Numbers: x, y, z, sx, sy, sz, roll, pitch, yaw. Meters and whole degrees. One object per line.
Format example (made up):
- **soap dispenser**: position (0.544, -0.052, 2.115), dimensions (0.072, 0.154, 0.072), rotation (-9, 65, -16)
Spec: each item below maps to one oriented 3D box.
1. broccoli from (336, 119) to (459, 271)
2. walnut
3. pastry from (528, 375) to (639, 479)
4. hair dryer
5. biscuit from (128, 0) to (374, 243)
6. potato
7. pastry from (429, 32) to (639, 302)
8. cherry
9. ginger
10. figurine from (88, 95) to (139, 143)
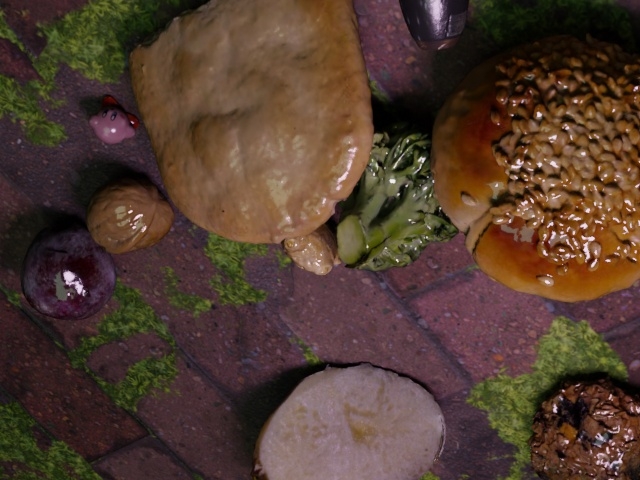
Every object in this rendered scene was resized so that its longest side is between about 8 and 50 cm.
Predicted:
- **broccoli**: position (0.090, -0.052, 1.880), dimensions (0.248, 0.245, 0.288), rotation (12, 119, 35)
- **walnut**: position (-0.357, -0.045, 2.126), dimensions (0.166, 0.149, 0.166), rotation (6, 154, 3)
- **pastry**: position (0.507, 0.387, 2.124), dimensions (0.275, 0.193, 0.275), rotation (10, 130, 11)
- **hair dryer**: position (0.257, -0.406, 1.615), dimensions (0.359, 0.120, 0.303), rotation (15, 120, 35)
- **biscuit**: position (-0.117, -0.212, 1.824), dimensions (0.429, 0.104, 0.446), rotation (-12, 88, 28)
- **potato**: position (0.049, 0.438, 2.338), dimensions (0.397, 0.290, 0.296), rotation (-26, 154, -7)
- **pastry**: position (0.361, -0.110, 1.684), dimensions (0.410, 0.245, 0.409), rotation (0, 84, 4)
- **cherry**: position (-0.492, 0.058, 2.231), dimensions (0.195, 0.195, 0.195), rotation (9, 128, 12)
- **ginger**: position (0.000, 0.000, 1.975), dimensions (0.086, 0.294, 0.131), rotation (-43, 79, 9)
- **figurine**: position (-0.371, -0.206, 2.053), dimensions (0.083, 0.071, 0.067), rotation (28, 131, -5)
